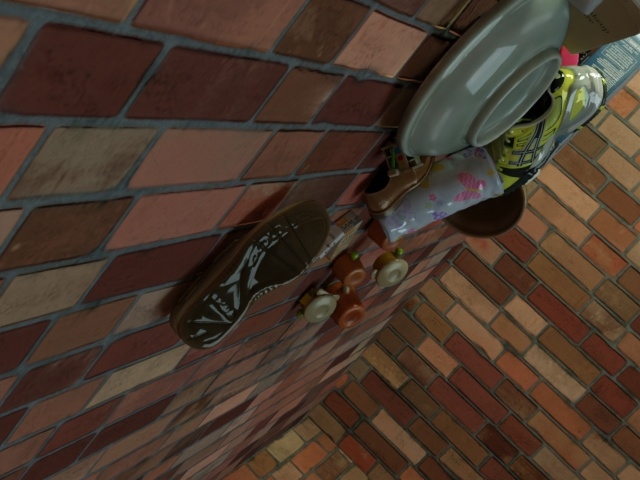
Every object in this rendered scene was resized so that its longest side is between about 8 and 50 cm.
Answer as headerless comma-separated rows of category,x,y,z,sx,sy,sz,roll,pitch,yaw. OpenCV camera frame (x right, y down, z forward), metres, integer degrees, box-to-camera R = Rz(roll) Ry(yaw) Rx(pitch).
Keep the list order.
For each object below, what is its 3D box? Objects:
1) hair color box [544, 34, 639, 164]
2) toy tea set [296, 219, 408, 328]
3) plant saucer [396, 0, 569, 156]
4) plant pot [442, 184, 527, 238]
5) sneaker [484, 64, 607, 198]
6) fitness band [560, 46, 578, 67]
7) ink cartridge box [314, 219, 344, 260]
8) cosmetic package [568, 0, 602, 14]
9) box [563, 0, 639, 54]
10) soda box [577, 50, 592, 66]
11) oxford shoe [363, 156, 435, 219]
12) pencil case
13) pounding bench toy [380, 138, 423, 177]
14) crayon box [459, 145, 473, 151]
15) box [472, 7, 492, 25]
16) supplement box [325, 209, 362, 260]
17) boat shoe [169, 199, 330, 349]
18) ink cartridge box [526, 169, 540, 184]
hair color box,0.648,-0.357,2.328,0.347,0.105,0.174,-44,170,-9
toy tea set,0.083,0.066,2.263,0.336,0.124,0.200,-45,139,11
plant saucer,0.307,-0.270,1.636,0.400,0.100,0.400,-39,164,-14
plant pot,0.406,-0.132,2.380,0.237,0.237,0.109,-56,180,38
sneaker,0.412,-0.233,1.965,0.147,0.145,0.384,5,141,-32
fitness band,0.499,-0.354,2.112,0.291,0.054,0.209,115,-11,-57
ink cartridge box,0.000,0.000,1.821,0.083,0.048,0.028,-45,168,0
cosmetic package,0.514,-0.581,1.413,0.453,0.161,0.230,-45,168,-7
box,0.510,-0.437,1.668,0.121,0.148,0.311,-44,-172,-6
soda box,0.667,-0.465,2.574,0.060,0.053,0.169,-39,167,-30
oxford shoe,0.159,-0.139,1.885,0.212,0.076,0.076,-51,132,-26
pencil case,0.238,-0.094,1.944,0.273,0.124,0.113,-25,-146,9
pounding bench toy,0.143,-0.156,1.752,0.052,0.065,0.083,-16,-174,32
crayon box,0.392,-0.339,1.978,0.203,0.083,0.323,-39,166,-31
box,0.302,-0.341,1.735,0.175,0.051,0.220,-36,164,-38
supplement box,0.041,-0.010,1.957,0.062,0.036,0.098,-38,165,-37
boat shoe,-0.115,0.042,1.485,0.302,0.109,0.098,-45,-153,-10
ink cartridge box,0.517,-0.234,2.509,0.275,0.060,0.238,-35,138,-43
